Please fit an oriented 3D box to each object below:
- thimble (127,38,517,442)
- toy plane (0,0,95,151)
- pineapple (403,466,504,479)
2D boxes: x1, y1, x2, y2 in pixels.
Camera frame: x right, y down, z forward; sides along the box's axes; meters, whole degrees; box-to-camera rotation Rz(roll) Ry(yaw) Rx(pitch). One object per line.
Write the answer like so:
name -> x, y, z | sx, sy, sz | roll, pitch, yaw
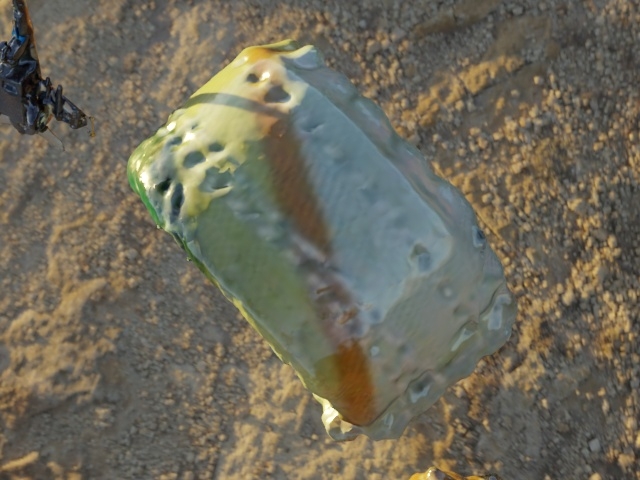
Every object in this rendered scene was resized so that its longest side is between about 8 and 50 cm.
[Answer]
thimble -> 0.000, 0.000, 0.642 | 0.167, 0.254, 0.288 | -40, 69, -3
toy plane -> -0.249, -0.136, 0.722 | 0.135, 0.188, 0.062 | 23, 68, -4
pineapple -> 0.043, 0.227, 0.372 | 0.158, 0.278, 0.157 | 6, 113, 15
